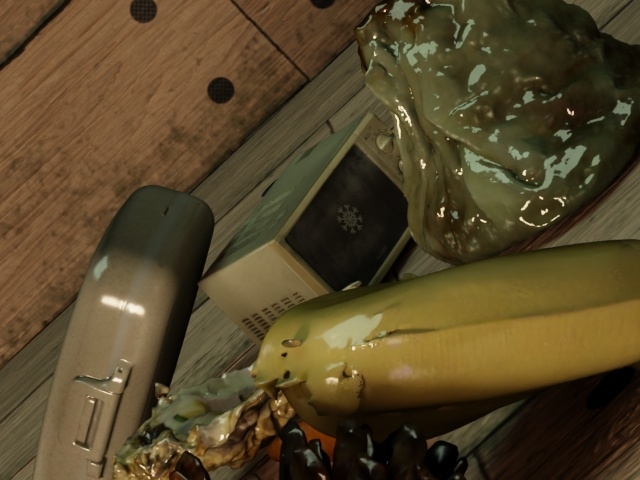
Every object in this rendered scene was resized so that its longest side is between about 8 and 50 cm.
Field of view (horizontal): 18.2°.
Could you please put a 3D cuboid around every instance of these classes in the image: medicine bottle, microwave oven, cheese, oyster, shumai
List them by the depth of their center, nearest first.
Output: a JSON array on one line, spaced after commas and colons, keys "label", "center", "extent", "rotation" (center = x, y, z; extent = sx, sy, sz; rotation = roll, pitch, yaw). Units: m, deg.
[{"label": "cheese", "center": [0.098, 0.075, 1.508], "extent": [0.316, 0.128, 0.259], "rotation": [-12, -11, -24]}, {"label": "shumai", "center": [0.160, -0.152, 2.025], "extent": [0.309, 0.263, 0.304], "rotation": [-42, 11, 7]}, {"label": "oyster", "center": [-0.058, 0.165, 2.046], "extent": [0.355, 0.107, 0.201], "rotation": [-26, 14, -14]}, {"label": "microwave oven", "center": [0.000, 0.000, 2.297], "extent": [0.194, 0.145, 0.240], "rotation": [-34, 16, 49]}, {"label": "medicine bottle", "center": [-0.230, 0.133, 2.305], "extent": [0.282, 0.123, 0.375], "rotation": [-70, -1, -60]}]

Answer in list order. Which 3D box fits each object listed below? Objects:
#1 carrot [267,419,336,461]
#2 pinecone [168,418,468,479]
[{"label": "carrot", "center": [0.008, 0.180, 1.879], "extent": [0.069, 0.069, 0.336], "rotation": [-50, 10, -24]}, {"label": "pinecone", "center": [-0.010, 0.233, 1.381], "extent": [0.292, 0.246, 0.246], "rotation": [-29, 7, -20]}]
